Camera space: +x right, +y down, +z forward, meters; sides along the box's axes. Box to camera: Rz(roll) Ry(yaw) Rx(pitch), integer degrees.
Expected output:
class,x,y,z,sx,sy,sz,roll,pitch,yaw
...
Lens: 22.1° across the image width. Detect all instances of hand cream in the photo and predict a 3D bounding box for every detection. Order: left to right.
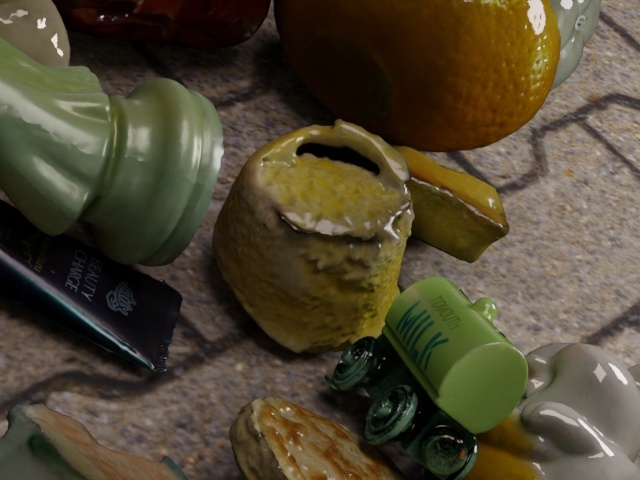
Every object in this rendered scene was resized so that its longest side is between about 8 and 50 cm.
class,x,y,z,sx,sy,sz,roll,pitch,yaw
hand cream,-0.250,0.025,1.459,0.270,0.061,0.120,29,31,-14

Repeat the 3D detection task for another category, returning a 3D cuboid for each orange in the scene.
class,x,y,z,sx,sy,sz,roll,pitch,yaw
orange,0.085,-0.233,1.781,0.334,0.262,0.196,40,39,18

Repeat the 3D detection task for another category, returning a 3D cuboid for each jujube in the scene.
class,x,y,z,sx,sy,sz,roll,pitch,yaw
jujube,-0.192,-0.300,1.713,0.342,0.216,0.216,15,37,-50

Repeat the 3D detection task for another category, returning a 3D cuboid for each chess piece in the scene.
class,x,y,z,sx,sy,sz,roll,pitch,yaw
chess piece,-0.247,-0.088,1.415,0.298,0.176,0.176,17,39,-30

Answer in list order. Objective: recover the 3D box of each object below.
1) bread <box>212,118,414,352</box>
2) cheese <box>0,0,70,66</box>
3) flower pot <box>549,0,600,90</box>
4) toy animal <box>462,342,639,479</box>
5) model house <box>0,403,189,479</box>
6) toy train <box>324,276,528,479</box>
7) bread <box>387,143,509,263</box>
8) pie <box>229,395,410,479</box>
class,x,y,z,sx,sy,sz,roll,pitch,yaw
bread,-0.001,-0.002,1.551,0.197,0.170,0.197,10,50,-12
cheese,-0.353,-0.197,1.539,0.248,0.173,0.251,16,35,-16
flower pot,0.209,-0.277,1.969,0.246,0.195,0.246,17,41,-15
toy animal,0.243,0.203,1.485,0.247,0.183,0.310,23,33,-18
model house,-0.107,0.289,1.197,0.267,0.194,0.325,41,8,27
toy train,0.102,0.114,1.449,0.105,0.157,0.253,39,4,-17
bread,0.111,-0.040,1.685,0.161,0.088,0.233,21,3,-1
pie,0.006,0.217,1.349,0.205,0.084,0.179,49,20,27
